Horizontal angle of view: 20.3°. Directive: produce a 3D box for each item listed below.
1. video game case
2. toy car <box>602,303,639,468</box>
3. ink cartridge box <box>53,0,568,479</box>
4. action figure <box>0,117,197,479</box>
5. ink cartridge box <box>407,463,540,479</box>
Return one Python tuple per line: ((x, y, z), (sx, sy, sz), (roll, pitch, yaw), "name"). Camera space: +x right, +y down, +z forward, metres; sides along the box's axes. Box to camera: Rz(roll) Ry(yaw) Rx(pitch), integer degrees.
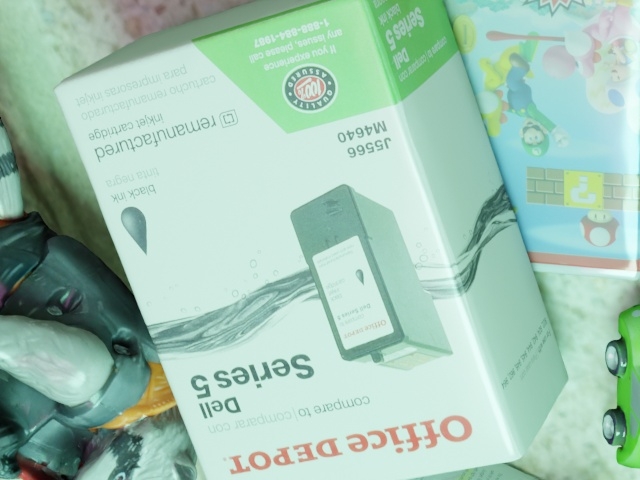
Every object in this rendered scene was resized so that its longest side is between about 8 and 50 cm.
((0.087, -0.121, 1.019), (0.204, 0.025, 0.285), (5, 112, 19), "video game case")
((0.196, 0.149, 1.024), (0.239, 0.053, 0.225), (-1, 94, -13), "toy car")
((0.000, 0.000, 1.019), (0.198, 0.115, 0.273), (-14, 104, 26), "ink cartridge box")
((-0.194, 0.038, 1.037), (0.178, 0.341, 0.330), (-40, 92, 11), "action figure")
((0.077, 0.166, 1.096), (0.122, 0.088, 0.052), (23, 116, 12), "ink cartridge box")
